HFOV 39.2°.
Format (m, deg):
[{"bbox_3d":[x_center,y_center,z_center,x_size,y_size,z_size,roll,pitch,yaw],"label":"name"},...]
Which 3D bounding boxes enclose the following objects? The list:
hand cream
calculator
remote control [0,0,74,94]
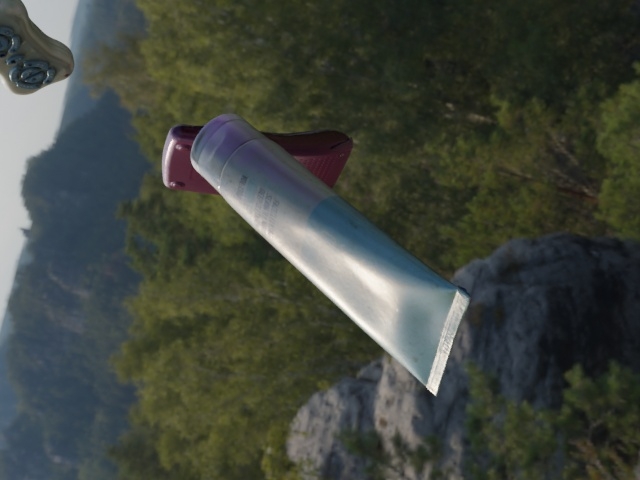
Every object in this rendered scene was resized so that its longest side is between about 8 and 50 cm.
[{"bbox_3d":[0.000,0.000,0.765,0.312,0.070,0.111,42,137,35],"label":"hand cream"},{"bbox_3d":[-0.070,-0.078,0.944,0.127,0.190,0.034,120,149,-64],"label":"calculator"},{"bbox_3d":[-0.281,-0.176,0.821,0.122,0.074,0.032,48,-158,-65],"label":"remote control"}]
